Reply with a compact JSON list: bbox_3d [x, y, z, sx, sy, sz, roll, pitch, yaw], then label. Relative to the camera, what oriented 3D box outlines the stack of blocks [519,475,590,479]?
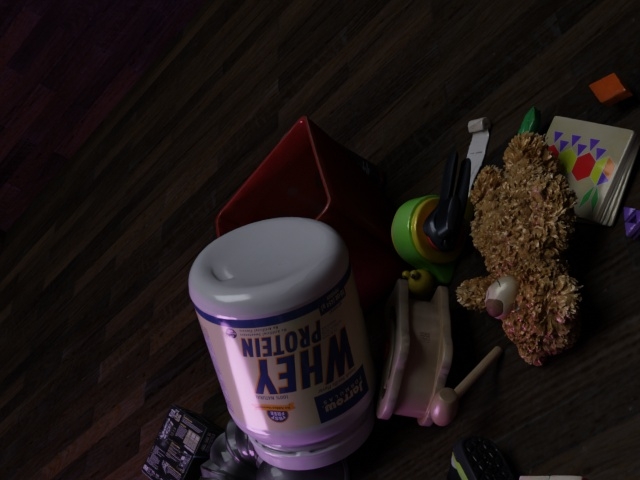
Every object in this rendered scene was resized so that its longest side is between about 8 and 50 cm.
[{"bbox_3d":[0.266,0.409,1.016,0.087,0.171,0.297,-17,51,51],"label":"stack of blocks"}]

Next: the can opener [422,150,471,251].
[{"bbox_3d":[0.202,-0.060,1.514,0.073,0.059,0.186,-31,29,43],"label":"can opener"}]

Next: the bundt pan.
[{"bbox_3d":[-0.102,0.411,1.646,0.331,0.124,0.330,-39,36,36],"label":"bundt pan"}]

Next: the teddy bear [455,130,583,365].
[{"bbox_3d":[0.268,0.001,1.380,0.245,0.113,0.337,-26,50,53],"label":"teddy bear"}]

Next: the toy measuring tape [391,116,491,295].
[{"bbox_3d":[0.189,-0.071,1.601,0.121,0.121,0.330,-8,59,55],"label":"toy measuring tape"}]

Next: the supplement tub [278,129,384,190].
[{"bbox_3d":[0.014,-0.132,1.840,0.106,0.198,0.106,-39,36,35],"label":"supplement tub"}]

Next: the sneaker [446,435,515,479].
[{"bbox_3d":[0.215,0.356,1.263,0.234,0.084,0.097,-101,25,-52],"label":"sneaker"}]

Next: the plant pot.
[{"bbox_3d":[0.000,0.000,1.714,0.267,0.236,0.267,-47,33,24],"label":"plant pot"}]

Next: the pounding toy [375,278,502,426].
[{"bbox_3d":[0.170,0.187,1.462,0.269,0.155,0.154,-85,7,-51],"label":"pounding toy"}]

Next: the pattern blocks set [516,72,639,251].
[{"bbox_3d":[0.370,-0.098,1.414,0.285,0.026,0.325,-63,30,10],"label":"pattern blocks set"}]

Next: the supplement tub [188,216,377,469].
[{"bbox_3d":[-0.046,0.154,1.486,0.236,0.324,0.235,-11,29,6],"label":"supplement tub"}]

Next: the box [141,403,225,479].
[{"bbox_3d":[-0.254,0.415,1.926,0.180,0.078,0.147,11,75,59],"label":"box"}]
